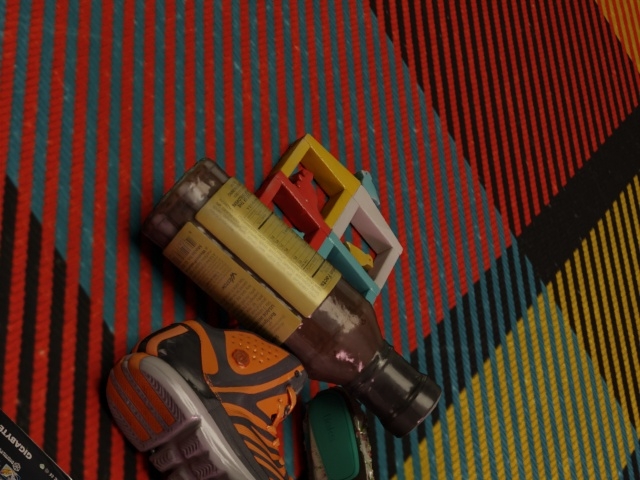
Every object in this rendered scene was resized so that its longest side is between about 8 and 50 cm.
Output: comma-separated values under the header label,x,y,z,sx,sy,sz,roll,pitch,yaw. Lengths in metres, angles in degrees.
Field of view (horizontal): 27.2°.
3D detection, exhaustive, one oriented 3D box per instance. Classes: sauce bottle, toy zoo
label,x,y,z,sx,sy,sz,roll,pitch,yaw
sauce bottle,-0.025,0.066,1.351,0.344,0.111,0.111,44,38,-3
toy zoo,0.000,0.000,1.544,0.192,0.030,0.293,49,38,-15

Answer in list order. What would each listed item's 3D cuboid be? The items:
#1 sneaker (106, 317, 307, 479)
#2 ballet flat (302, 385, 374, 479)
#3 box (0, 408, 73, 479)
label,x,y,z,sx,sy,sz,roll,pitch,yaw
sneaker,-0.052,0.208,1.267,0.321,0.125,0.180,59,37,-3
ballet flat,0.032,0.268,1.367,0.077,0.091,0.241,46,37,-56
box,-0.241,0.271,1.062,0.220,0.051,0.175,49,38,-16
